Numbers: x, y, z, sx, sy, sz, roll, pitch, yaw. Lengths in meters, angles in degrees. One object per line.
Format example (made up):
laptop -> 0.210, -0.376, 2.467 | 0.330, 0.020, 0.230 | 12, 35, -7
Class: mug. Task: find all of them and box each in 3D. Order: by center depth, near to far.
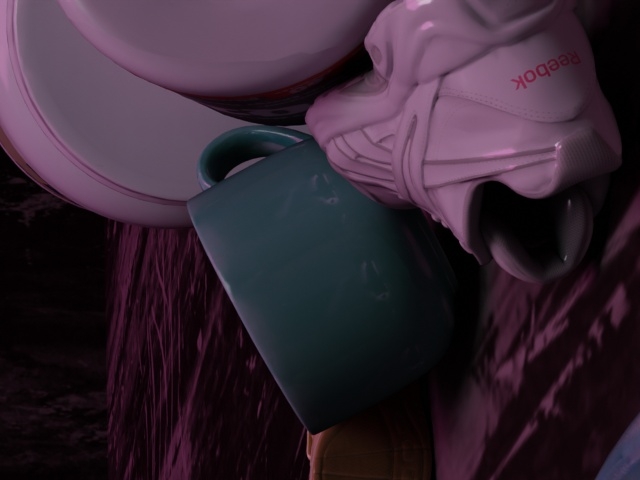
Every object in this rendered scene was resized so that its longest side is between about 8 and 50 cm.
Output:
mug -> 0.002, 0.003, 0.881 | 0.158, 0.097, 0.129 | 62, 180, 4

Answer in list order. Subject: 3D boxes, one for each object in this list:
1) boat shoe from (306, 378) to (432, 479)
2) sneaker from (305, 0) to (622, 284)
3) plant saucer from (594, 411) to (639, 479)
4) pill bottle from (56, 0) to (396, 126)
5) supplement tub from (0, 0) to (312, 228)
boat shoe -> 0.024, 0.102, 0.947 | 0.059, 0.063, 0.170 | 108, 170, -59
sneaker -> 0.059, -0.030, 0.725 | 0.232, 0.090, 0.115 | 115, 131, -79
plant saucer -> 0.119, 0.177, 0.512 | 0.317, 0.043, 0.318 | -177, 90, -78
pill bottle -> -0.024, -0.136, 0.841 | 0.283, 0.161, 0.161 | 2, -89, -83
supplement tub -> -0.101, -0.127, 1.151 | 0.325, 0.235, 0.235 | -167, 80, -78
